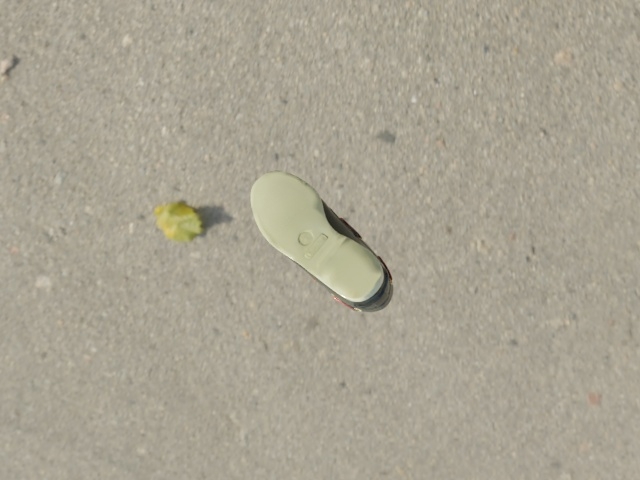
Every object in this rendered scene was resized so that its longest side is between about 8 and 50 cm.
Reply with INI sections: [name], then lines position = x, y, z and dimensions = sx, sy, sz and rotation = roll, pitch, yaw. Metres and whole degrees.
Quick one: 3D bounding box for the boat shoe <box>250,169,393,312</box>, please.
[boat shoe]
position = -0.001, 0.001, 0.662
dimensions = 0.049, 0.133, 0.042
rotation = -45, 150, -2
